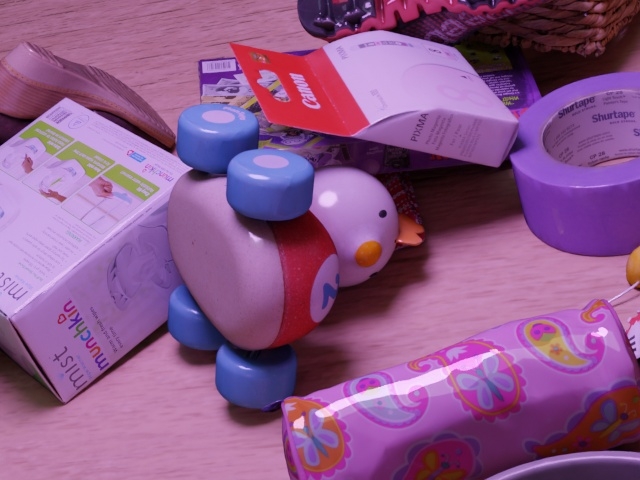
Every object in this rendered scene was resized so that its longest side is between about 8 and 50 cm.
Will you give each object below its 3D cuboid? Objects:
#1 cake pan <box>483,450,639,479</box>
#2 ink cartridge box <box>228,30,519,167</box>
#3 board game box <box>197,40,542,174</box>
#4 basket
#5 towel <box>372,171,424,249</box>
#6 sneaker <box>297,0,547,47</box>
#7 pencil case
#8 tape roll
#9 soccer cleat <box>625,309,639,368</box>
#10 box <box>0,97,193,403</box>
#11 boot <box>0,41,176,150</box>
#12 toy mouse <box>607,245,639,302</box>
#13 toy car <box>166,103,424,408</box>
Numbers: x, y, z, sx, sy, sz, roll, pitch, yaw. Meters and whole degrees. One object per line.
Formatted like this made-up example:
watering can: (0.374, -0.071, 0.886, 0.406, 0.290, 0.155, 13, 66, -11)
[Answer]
cake pan: (0.179, 0.263, 1.088, 0.293, 0.054, 0.293, -13, 35, 9)
ink cartridge box: (0.048, -0.148, 1.511, 0.232, 0.066, 0.189, 14, 24, -23)
board game box: (0.049, -0.138, 1.666, 0.346, 0.056, 0.208, -6, 30, -2)
basket: (0.253, -0.362, 1.741, 0.213, 0.223, 0.299, 12, 36, 28)
towel: (-0.009, -0.054, 1.648, 0.198, 0.031, 0.275, -17, 34, 3)
sneaker: (0.122, -0.242, 1.637, 0.276, 0.135, 0.098, -10, 65, 18)
pencil case: (0.107, 0.137, 1.243, 0.284, 0.124, 0.124, -19, 34, 2)
tape roll: (0.274, -0.074, 1.497, 0.189, 0.080, 0.189, -13, 35, 9)
soccer cleat: (0.260, 0.090, 1.321, 0.035, 0.029, 0.083, 20, 52, 32)
box: (-0.252, 0.000, 1.580, 0.231, 0.127, 0.262, -41, 40, -19)
boot: (-0.298, -0.094, 1.758, 0.207, 0.248, 0.090, -52, 46, 13)
toy mouse: (0.335, 0.019, 1.379, 0.143, 0.031, 0.161, 16, 47, 40)
toy car: (0.000, 0.000, 1.445, 0.238, 0.219, 0.210, -9, 28, -26)
